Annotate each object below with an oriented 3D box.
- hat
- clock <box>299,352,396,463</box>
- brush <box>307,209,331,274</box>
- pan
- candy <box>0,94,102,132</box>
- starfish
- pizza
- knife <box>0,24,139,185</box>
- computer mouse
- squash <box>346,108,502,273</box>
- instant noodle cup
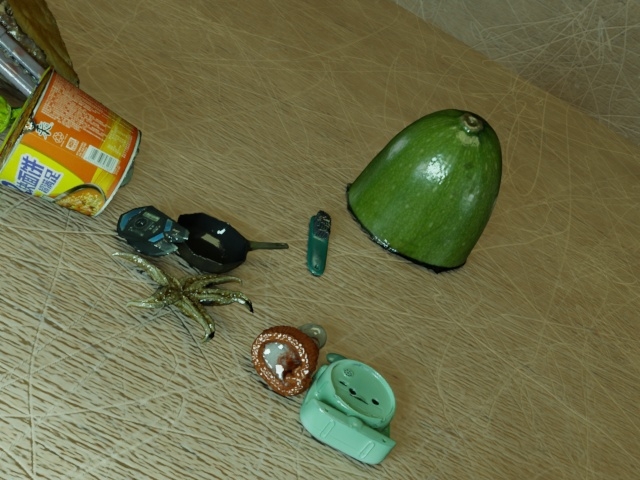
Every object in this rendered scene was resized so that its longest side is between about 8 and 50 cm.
[{"bbox_3d":[-0.036,0.174,1.425,0.112,0.093,0.162,48,15,7],"label":"hat"},{"bbox_3d":[0.050,0.247,1.403,0.148,0.060,0.188,27,31,-8],"label":"clock"},{"bbox_3d":[0.000,0.000,1.729,0.043,0.032,0.193,25,30,-13],"label":"brush"},{"bbox_3d":[-0.157,0.023,1.538,0.202,0.048,0.128,22,34,-14],"label":"pan"},{"bbox_3d":[-0.491,-0.222,1.556,0.262,0.073,0.077,-12,75,-46],"label":"candy"},{"bbox_3d":[-0.217,0.077,1.411,0.238,0.057,0.213,25,23,15],"label":"starfish"},{"bbox_3d":[-0.606,-0.470,1.636,0.392,0.080,0.435,52,4,-48],"label":"pizza"},{"bbox_3d":[-0.460,-0.250,1.528,0.398,0.038,0.132,44,36,-22],"label":"knife"},{"bbox_3d":[-0.270,-0.009,1.462,0.135,0.047,0.079,20,56,28],"label":"computer mouse"},{"bbox_3d":[0.254,-0.146,1.897,0.310,0.308,0.310,23,31,-15],"label":"squash"},{"bbox_3d":[-0.396,-0.143,1.425,0.174,0.213,0.213,29,30,-23],"label":"instant noodle cup"}]
